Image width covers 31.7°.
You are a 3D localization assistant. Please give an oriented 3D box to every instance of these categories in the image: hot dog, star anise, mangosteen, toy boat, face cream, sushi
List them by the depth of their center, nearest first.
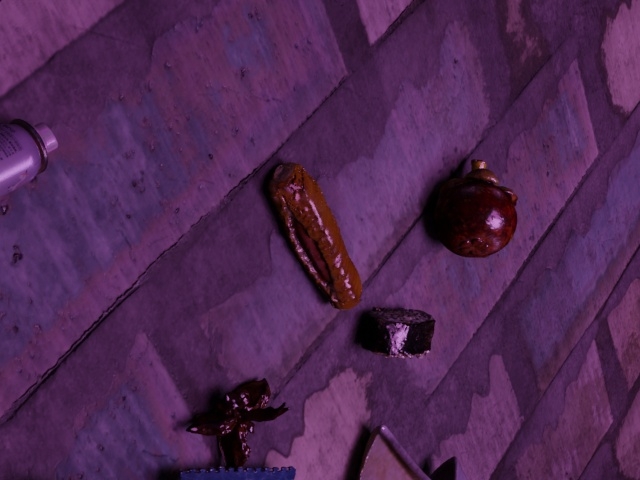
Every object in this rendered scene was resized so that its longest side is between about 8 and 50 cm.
[{"bbox_3d":[-0.385,-0.070,1.232,0.229,0.075,0.075,-36,125,-40],"label":"face cream"},{"bbox_3d":[-0.093,0.265,1.628,0.158,0.144,0.140,-63,147,-20],"label":"star anise"},{"bbox_3d":[0.001,-0.001,1.734,0.083,0.068,0.289,-59,137,-33],"label":"hot dog"},{"bbox_3d":[0.135,0.160,1.921,0.150,0.090,0.078,1,102,-53],"label":"sushi"},{"bbox_3d":[0.138,0.492,2.011,0.293,0.111,0.276,28,76,-38],"label":"toy boat"},{"bbox_3d":[0.271,-0.053,2.019,0.156,0.181,0.146,28,120,-34],"label":"mangosteen"}]

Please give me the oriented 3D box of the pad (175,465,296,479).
[{"bbox_3d":[-0.158,0.456,1.663,0.270,0.012,0.269,12,99,-51],"label":"pad"}]
